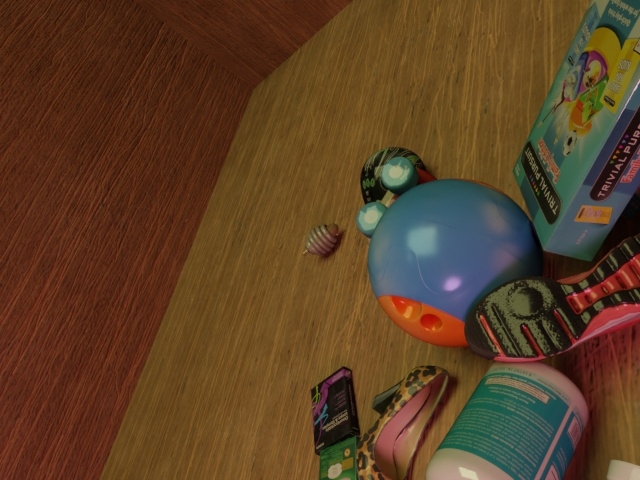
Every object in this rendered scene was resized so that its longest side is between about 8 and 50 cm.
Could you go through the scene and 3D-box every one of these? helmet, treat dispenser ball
[{"bbox_3d":[0.182,-0.153,1.315,0.169,0.169,0.161,-7,73,55],"label":"helmet"},{"bbox_3d":[0.225,0.038,0.904,0.288,0.288,0.288,-38,34,32],"label":"treat dispenser ball"}]

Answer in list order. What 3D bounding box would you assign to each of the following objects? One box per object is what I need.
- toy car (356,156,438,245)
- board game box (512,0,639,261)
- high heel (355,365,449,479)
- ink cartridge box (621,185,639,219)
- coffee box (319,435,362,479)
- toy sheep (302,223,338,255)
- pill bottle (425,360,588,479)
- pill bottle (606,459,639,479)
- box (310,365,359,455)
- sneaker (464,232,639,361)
[{"bbox_3d":[0.237,-0.028,1.104,0.238,0.219,0.210,26,85,33],"label":"toy car"},{"bbox_3d":[0.403,-0.180,0.772,0.253,0.079,0.336,-78,2,-55],"label":"board game box"},{"bbox_3d":[0.151,0.343,0.917,0.186,0.093,0.261,-44,22,37],"label":"high heel"},{"bbox_3d":[0.508,-0.135,0.859,0.180,0.060,0.104,-56,28,11],"label":"ink cartridge box"},{"bbox_3d":[0.044,0.482,1.012,0.113,0.040,0.184,-38,34,34],"label":"coffee box"},{"bbox_3d":[0.000,0.000,1.518,0.132,0.091,0.091,-45,30,12],"label":"toy sheep"},{"bbox_3d":[0.234,0.287,0.690,0.264,0.146,0.146,-40,15,-35],"label":"pill bottle"},{"bbox_3d":[0.346,0.355,0.587,0.108,0.108,0.193,-4,59,56],"label":"pill bottle"},{"bbox_3d":[0.028,0.373,1.159,0.116,0.029,0.162,-43,33,27],"label":"box"},{"bbox_3d":[0.361,0.103,0.733,0.314,0.136,0.116,-24,55,16],"label":"sneaker"}]
